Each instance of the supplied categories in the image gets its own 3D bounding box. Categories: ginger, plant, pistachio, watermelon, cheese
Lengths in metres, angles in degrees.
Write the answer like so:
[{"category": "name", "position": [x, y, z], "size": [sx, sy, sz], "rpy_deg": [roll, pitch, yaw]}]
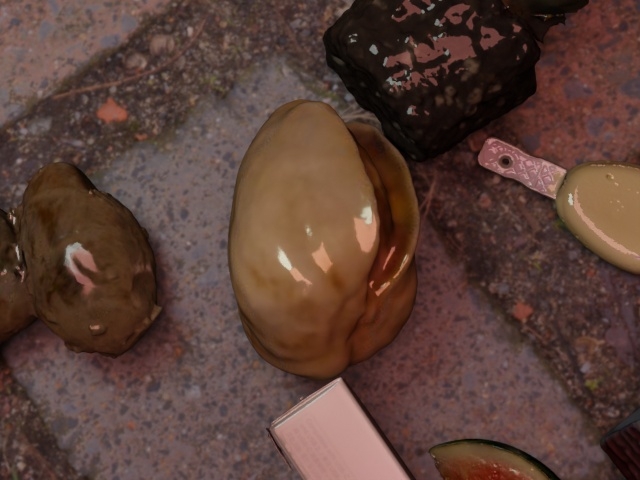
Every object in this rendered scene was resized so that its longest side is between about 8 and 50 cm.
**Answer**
[{"category": "ginger", "position": [-0.352, 0.043, 1.373], "size": [0.304, 0.155, 0.244], "rpy_deg": [-16, 88, 8]}, {"category": "plant", "position": [0.174, -0.256, 1.357], "size": [0.312, 0.213, 0.215], "rpy_deg": [-42, 78, -7]}, {"category": "pistachio", "position": [0.000, 0.000, 1.324], "size": [0.238, 0.229, 0.321], "rpy_deg": [-11, 70, 34]}, {"category": "watermelon", "position": [0.236, 0.316, 1.349], "size": [0.119, 0.063, 0.245], "rpy_deg": [-42, 83, 9]}, {"category": "cheese", "position": [0.313, -0.060, 1.400], "size": [0.255, 0.050, 0.127], "rpy_deg": [27, 84, 6]}]

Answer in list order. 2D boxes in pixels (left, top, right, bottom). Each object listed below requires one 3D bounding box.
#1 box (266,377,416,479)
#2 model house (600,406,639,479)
[{"category": "box", "position": [0.053, 0.279, 1.283], "size": [0.106, 0.203, 0.251], "rpy_deg": [-34, 82, -4]}, {"category": "model house", "position": [0.484, 0.264, 1.259], "size": [0.339, 0.297, 0.360], "rpy_deg": [-42, 82, 27]}]
